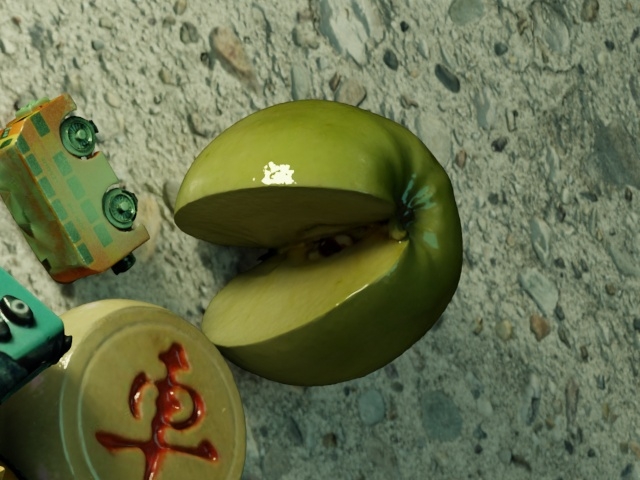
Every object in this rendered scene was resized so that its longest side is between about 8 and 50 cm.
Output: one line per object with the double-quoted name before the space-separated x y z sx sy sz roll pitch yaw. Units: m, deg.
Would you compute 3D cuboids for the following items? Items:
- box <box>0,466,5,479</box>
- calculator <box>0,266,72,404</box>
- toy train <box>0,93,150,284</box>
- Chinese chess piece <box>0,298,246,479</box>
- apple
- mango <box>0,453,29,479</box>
"box" -0.387 0.205 1.454 0.076 0.274 0.174 -17 126 -68
"calculator" -0.365 0.071 1.608 0.248 0.058 0.274 40 45 16
"toy train" -0.240 -0.044 1.834 0.099 0.072 0.188 -39 105 -43
"Chinese chess piece" -0.181 0.178 1.806 0.251 0.097 0.251 16 66 -41
"apple" 0.000 0.000 1.925 0.292 0.254 0.292 17 66 -45
"mango" -0.321 0.240 1.637 0.236 0.136 0.166 36 50 -40
